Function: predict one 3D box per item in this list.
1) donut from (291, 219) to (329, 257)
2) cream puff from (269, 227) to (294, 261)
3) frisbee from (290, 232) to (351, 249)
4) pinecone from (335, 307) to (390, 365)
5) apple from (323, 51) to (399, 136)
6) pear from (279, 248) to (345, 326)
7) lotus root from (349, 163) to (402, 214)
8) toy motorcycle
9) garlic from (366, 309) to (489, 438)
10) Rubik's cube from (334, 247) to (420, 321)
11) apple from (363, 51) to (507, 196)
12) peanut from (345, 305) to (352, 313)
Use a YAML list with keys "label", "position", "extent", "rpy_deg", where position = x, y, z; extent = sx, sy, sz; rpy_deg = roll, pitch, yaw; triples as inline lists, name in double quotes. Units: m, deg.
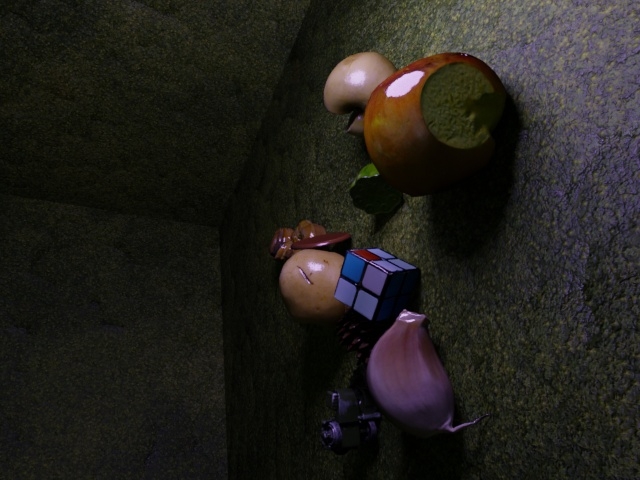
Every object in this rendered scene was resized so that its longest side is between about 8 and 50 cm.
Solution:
- label: "donut"
  position: [-0.046, 0.037, 2.099]
  extent: [0.208, 0.128, 0.261]
  rpy_deg: [-43, 44, 52]
- label: "cream puff"
  position: [-0.180, 0.026, 2.396]
  extent: [0.189, 0.130, 0.188]
  rpy_deg: [-163, 90, -72]
- label: "frisbee"
  position: [0.000, 0.000, 1.877]
  extent: [0.251, 0.251, 0.021]
  rpy_deg: [5, 107, 66]
- label: "pinecone"
  position: [0.152, 0.308, 1.522]
  extent: [0.179, 0.184, 0.204]
  rpy_deg: [-46, 70, 33]
- label: "apple"
  position: [0.160, -0.522, 1.664]
  extent: [0.292, 0.292, 0.254]
  rpy_deg: [-36, 26, 57]
- label: "pear"
  position: [-0.011, 0.184, 1.777]
  extent: [0.309, 0.310, 0.308]
  rpy_deg: [-35, 51, 58]
- label: "lotus root"
  position: [0.201, -0.209, 1.636]
  extent: [0.186, 0.186, 0.186]
  rpy_deg: [-35, 51, 58]
- label: "toy motorcycle"
  position: [0.090, 0.557, 1.531]
  extent: [0.127, 0.206, 0.274]
  rpy_deg: [146, 123, -60]
- label: "garlic"
  position: [0.265, 0.394, 1.288]
  extent: [0.246, 0.231, 0.339]
  rpy_deg: [-31, 58, 2]
- label: "Rubik's cube"
  position: [0.174, 0.132, 1.459]
  extent: [0.180, 0.184, 0.167]
  rpy_deg: [30, 110, 39]
- label: "apple"
  position: [0.311, -0.299, 1.254]
  extent: [0.384, 0.374, 0.373]
  rpy_deg: [-16, 60, 20]
- label: "peanut"
  position: [0.147, 0.200, 1.645]
  extent: [0.095, 0.108, 0.225]
  rpy_deg: [38, 114, 53]
